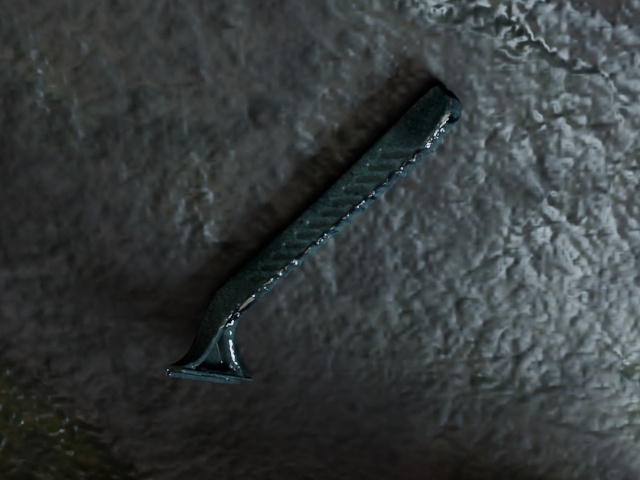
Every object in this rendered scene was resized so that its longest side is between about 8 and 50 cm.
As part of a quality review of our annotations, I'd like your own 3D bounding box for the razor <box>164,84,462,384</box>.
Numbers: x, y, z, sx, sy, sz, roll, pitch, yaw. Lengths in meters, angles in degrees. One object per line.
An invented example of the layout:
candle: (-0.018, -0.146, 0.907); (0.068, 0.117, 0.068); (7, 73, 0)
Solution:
razor: (-0.003, -0.004, 0.724); (0.190, 0.033, 0.066); (-47, 153, 16)
